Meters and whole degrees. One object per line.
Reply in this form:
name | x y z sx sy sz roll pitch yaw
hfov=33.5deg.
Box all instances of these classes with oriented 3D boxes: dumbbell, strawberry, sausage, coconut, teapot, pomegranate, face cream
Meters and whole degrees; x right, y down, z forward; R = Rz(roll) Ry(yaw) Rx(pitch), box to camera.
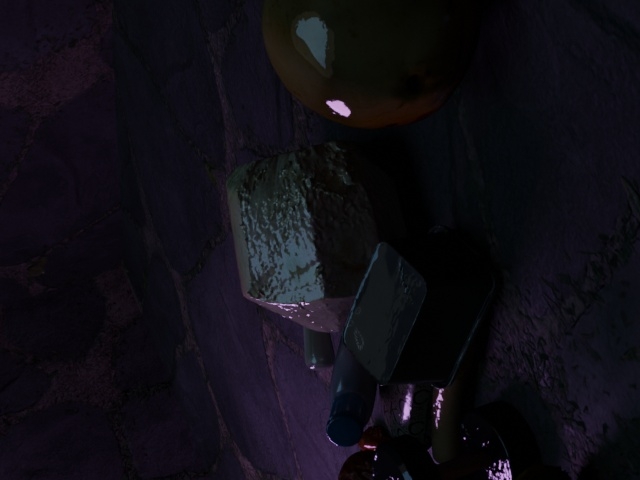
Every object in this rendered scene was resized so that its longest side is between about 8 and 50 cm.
dumbbell | 0.204 0.349 1.615 0.152 0.218 0.152 51 149 46
strawberry | 0.117 0.430 2.161 0.104 0.048 0.152 69 163 3
sausage | 0.216 0.253 1.740 0.066 0.065 0.301 -129 31 -46
coconut | 0.000 0.000 1.765 0.297 0.297 0.310 169 87 -70
teapot | -0.035 0.060 1.978 0.149 0.220 0.318 -35 38 32
pomegranate | 0.059 -0.301 1.395 0.319 0.319 0.319 163 90 -70
face cream | 0.061 0.252 1.890 0.337 0.080 0.163 -71 -18 -66

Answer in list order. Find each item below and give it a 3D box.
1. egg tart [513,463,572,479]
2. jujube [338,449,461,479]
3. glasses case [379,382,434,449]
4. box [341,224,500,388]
egg tart | 0.290 0.422 1.447 0.106 0.241 0.241 25 132 39
jujube | 0.145 0.459 1.861 0.255 0.190 0.190 14 121 43
glasses case | 0.159 0.228 1.832 0.137 0.085 0.355 -122 25 -45
box | 0.142 0.104 1.600 0.163 0.135 0.243 48 128 40
